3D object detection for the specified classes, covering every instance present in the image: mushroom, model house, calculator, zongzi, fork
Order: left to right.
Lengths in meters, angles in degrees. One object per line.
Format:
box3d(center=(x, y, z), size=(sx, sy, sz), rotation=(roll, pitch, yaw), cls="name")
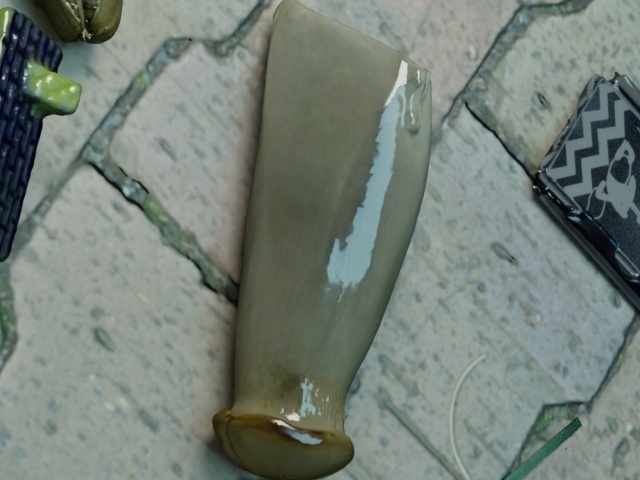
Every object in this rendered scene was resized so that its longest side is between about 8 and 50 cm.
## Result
box3d(center=(-0.284, -0.087, 1.375), size=(0.211, 0.170, 0.194), rotation=(19, 73, -28), cls="model house")
box3d(center=(-0.236, -0.241, 1.478), size=(0.176, 0.078, 0.160), rotation=(7, 81, -20), cls="zongzi")
box3d(center=(0.009, -0.002, 1.553), size=(0.137, 0.154, 0.407), rotation=(31, 65, -70), cls="mushroom")
box3d(center=(0.164, 0.226, 1.691), size=(0.235, 0.021, 0.039), rotation=(-36, 106, -28), cls="fork")
box3d(center=(0.324, -0.023, 1.812), size=(0.274, 0.028, 0.165), rotation=(46, 61, -20), cls="calculator")
